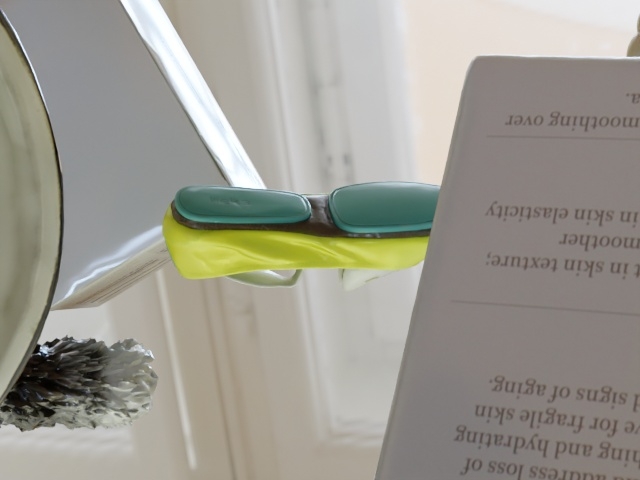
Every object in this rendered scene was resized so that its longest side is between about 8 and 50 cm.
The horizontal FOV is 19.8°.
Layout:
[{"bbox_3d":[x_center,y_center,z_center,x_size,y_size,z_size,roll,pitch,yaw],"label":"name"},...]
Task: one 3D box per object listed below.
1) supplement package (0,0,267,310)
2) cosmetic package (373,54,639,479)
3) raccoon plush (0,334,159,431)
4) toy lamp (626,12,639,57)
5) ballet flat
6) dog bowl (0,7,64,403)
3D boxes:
[{"bbox_3d":[-0.206,-0.098,1.638,0.204,0.262,0.145,-31,173,10],"label":"supplement package"},{"bbox_3d":[0.254,0.126,1.158,0.329,0.327,0.394,5,-110,28],"label":"cosmetic package"},{"bbox_3d":[-0.366,0.114,1.505,0.446,0.216,0.299,-3,-162,-1],"label":"raccoon plush"},{"bbox_3d":[0.253,-0.143,1.448,0.080,0.275,0.080,21,180,0],"label":"toy lamp"},{"bbox_3d":[0.000,0.000,1.338,0.231,0.077,0.077,0,-148,-5],"label":"ballet flat"},{"bbox_3d":[-0.333,-0.042,0.883,0.408,0.408,0.150,-10,-149,-6],"label":"dog bowl"}]
